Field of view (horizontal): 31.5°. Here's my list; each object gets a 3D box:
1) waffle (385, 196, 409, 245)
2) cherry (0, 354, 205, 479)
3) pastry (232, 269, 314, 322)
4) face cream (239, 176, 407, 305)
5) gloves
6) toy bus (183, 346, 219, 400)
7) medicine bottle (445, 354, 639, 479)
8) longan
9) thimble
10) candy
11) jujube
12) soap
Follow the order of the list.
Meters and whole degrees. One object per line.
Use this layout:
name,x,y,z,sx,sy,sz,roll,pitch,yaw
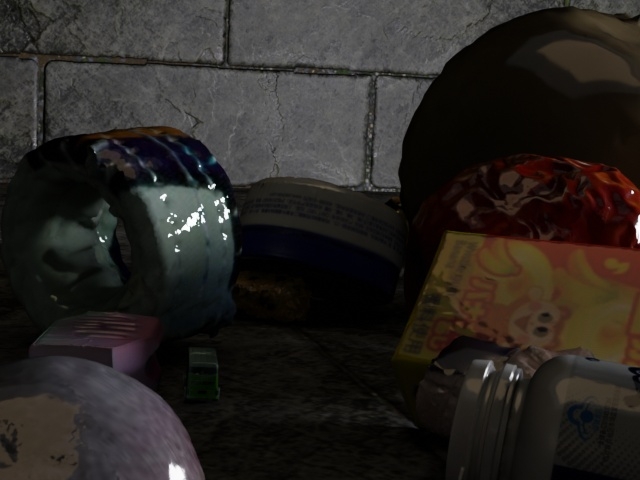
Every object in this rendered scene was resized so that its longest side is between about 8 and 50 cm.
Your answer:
waffle,0.303,-0.008,1.909,0.382,0.095,0.379,3,7,-17
cherry,-0.126,0.124,0.454,0.176,0.140,0.176,-2,31,1
pastry,-0.076,0.062,1.319,0.140,0.056,0.080,6,19,12
face cream,0.000,0.000,1.368,0.205,0.111,0.206,12,-11,2
gloves,0.135,0.120,0.750,0.110,0.094,0.144,-13,36,-37
toy bus,-0.100,0.112,0.961,0.031,0.037,0.083,2,6,-7
medicine bottle,0.170,0.122,0.622,0.191,0.107,0.107,10,9,15
longan,0.316,-0.092,1.368,0.435,0.404,0.404,2,5,36
thimble,-0.192,0.005,1.120,0.237,0.238,0.150,7,13,35
candy,0.206,0.080,0.849,0.276,0.088,0.146,8,50,27
jujube,0.198,0.028,1.072,0.232,0.213,0.213,-4,8,-8
soap,-0.186,0.100,0.967,0.100,0.056,0.149,5,7,-2
